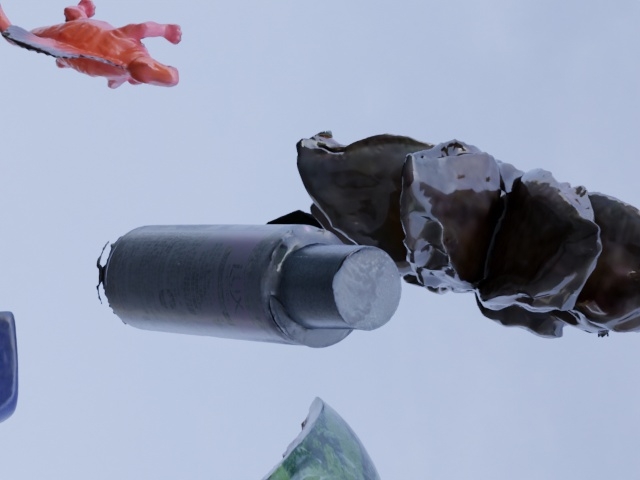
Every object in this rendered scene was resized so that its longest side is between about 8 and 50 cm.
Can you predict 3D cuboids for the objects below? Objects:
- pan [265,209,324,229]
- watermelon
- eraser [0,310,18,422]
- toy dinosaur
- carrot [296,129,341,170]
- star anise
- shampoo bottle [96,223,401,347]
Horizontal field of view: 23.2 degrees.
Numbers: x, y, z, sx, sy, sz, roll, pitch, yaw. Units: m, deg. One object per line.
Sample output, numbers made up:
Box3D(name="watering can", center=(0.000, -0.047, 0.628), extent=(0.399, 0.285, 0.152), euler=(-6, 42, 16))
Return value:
Box3D(name="pan", center=(0.005, 0.015, 2.087), extent=(0.202, 0.048, 0.128), euler=(-21, -101, 23))
Box3D(name="watermelon", center=(-0.028, 0.247, 1.250), extent=(0.305, 0.180, 0.224), euler=(123, -37, -58))
Box3D(name="eraser", center=(-0.547, 0.168, 1.941), extent=(0.101, 0.332, 0.155), euler=(157, -69, -66))
Box3D(name="toy dinosaur", center=(-0.253, -0.185, 1.445), extent=(0.286, 0.139, 0.070), euler=(21, -69, 30))
Box3D(name="carrot", center=(0.055, -0.037, 1.659), extent=(0.225, 0.067, 0.067), euler=(46, -58, 41))
Box3D(name="star anise", center=(0.129, 0.002, 1.151), extent=(0.332, 0.332, 0.117), euler=(11, -94, 52))
Box3D(name="shampoo bottle", center=(-0.041, 0.024, 0.868), extent=(0.214, 0.072, 0.072), euler=(1, -92, 52))
